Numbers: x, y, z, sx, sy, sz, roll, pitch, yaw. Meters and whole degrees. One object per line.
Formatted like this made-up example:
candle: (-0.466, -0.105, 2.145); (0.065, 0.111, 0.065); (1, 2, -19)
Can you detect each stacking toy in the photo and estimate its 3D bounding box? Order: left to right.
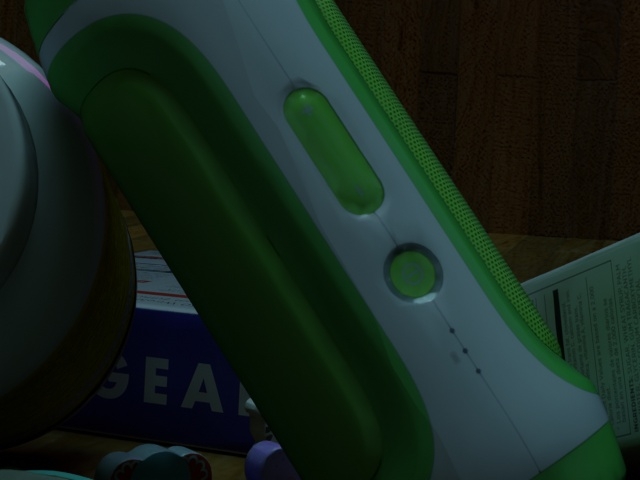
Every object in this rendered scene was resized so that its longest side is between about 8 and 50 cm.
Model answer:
stacking toy: (-0.044, 0.113, 0.787); (0.221, 0.052, 0.167); (-2, 6, -34)

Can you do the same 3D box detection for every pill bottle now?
pill bottle: (-0.190, 0.001, 0.800); (0.188, 0.188, 0.334); (2, -10, -2)

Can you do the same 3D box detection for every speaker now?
speaker: (0.000, 0.000, 0.692); (0.131, 0.296, 0.131); (-32, -7, -4)

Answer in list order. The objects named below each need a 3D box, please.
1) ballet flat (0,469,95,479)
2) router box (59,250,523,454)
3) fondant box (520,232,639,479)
ballet flat: (-0.141, 0.123, 0.645); (0.213, 0.072, 0.068); (6, 33, 42)
router box: (-0.055, 0.068, 1.123); (0.335, 0.082, 0.301); (5, 6, 25)
fondant box: (0.220, 0.055, 0.796); (0.238, 0.096, 0.330); (0, -13, -23)
